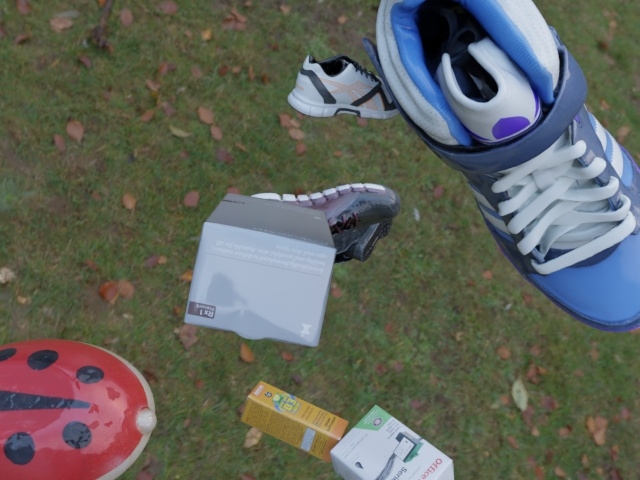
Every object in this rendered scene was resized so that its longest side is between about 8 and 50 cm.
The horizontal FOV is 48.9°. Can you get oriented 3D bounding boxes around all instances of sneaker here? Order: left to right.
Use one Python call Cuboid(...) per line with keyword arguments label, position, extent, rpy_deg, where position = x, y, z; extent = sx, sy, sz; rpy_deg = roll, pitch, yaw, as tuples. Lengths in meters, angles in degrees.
Cuboid(label="sneaker", position=(0.000, 0.000, 1.179), extent=(0.281, 0.106, 0.162), rpy_deg=(-6, 56, 5))
Cuboid(label="sneaker", position=(0.072, -0.008, 1.423), extent=(0.170, 0.089, 0.051), rpy_deg=(-51, 140, -36))
Cuboid(label="sneaker", position=(0.028, -0.122, 0.553), extent=(0.109, 0.044, 0.040), rpy_deg=(-8, 41, -33))
Cuboid(label="sneaker", position=(0.145, -0.054, 0.503), extent=(0.323, 0.130, 0.236), rpy_deg=(62, 25, 2))

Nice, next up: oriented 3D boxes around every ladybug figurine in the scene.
Cuboid(label="ladybug figurine", position=(-0.514, 0.307, 1.249), extent=(0.449, 0.162, 0.305), rpy_deg=(-4, 60, 8))

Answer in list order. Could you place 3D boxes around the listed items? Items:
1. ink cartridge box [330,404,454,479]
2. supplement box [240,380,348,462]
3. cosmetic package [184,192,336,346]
Cuboid(label="ink cartridge box", position=(0.156, 0.487, 1.520), extent=(0.219, 0.092, 0.160), rpy_deg=(29, 57, 36))
Cuboid(label="supplement box", position=(-0.060, 0.412, 1.606), extent=(0.233, 0.080, 0.078), rpy_deg=(21, 25, 11))
Cuboid(label="cosmetic package", position=(-0.057, 0.020, 0.728), extent=(0.127, 0.238, 0.107), rpy_deg=(11, 97, -6))
